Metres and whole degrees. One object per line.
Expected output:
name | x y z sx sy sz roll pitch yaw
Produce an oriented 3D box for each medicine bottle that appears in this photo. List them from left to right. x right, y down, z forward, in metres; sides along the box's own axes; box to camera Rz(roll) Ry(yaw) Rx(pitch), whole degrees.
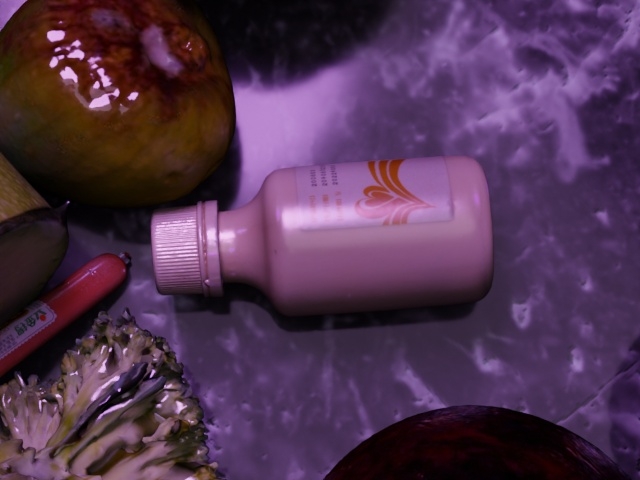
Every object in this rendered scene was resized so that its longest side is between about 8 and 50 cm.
medicine bottle | 0.000 0.000 1.239 0.252 0.114 0.114 -5 81 -1

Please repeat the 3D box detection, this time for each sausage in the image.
sausage | -0.230 0.078 1.214 0.034 0.034 0.253 46 53 6

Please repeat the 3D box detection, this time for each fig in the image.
fig | -0.165 -0.107 1.232 0.191 0.181 0.181 -15 80 26

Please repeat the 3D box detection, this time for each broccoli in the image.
broccoli | -0.198 0.213 1.085 0.221 0.361 0.252 17 113 19

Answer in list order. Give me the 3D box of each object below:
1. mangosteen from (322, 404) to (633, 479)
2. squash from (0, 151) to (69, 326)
mangosteen | 0.084 0.278 1.117 0.347 0.307 0.307 -31 81 26
squash | -0.400 -0.052 1.169 0.384 0.263 0.263 43 83 6
